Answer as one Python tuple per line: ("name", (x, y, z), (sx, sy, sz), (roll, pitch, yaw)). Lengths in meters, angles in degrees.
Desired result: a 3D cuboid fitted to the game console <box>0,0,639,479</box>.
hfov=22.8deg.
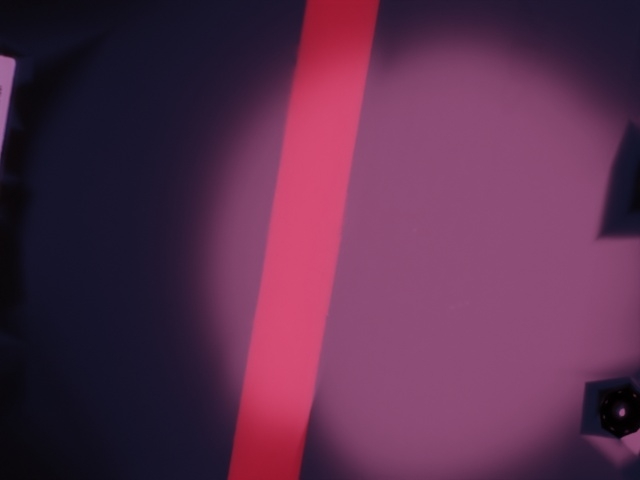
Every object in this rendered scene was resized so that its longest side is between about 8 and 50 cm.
("game console", (0.000, 0.000, 0.646), (0.342, 0.060, 0.387), (9, 93, -6))
